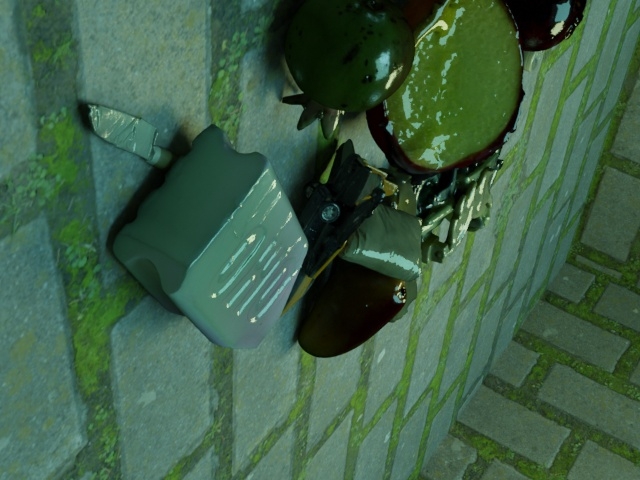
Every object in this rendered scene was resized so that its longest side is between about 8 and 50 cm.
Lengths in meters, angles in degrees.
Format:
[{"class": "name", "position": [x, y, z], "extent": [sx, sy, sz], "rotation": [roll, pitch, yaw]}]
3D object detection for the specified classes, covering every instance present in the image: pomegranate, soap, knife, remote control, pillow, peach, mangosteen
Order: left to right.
[{"class": "knife", "position": [-0.203, -0.115, 1.184], "extent": [0.047, 0.017, 0.298], "rotation": [-66, 159, 0]}, {"class": "soap", "position": [-0.128, 0.021, 1.349], "extent": [0.208, 0.115, 0.347], "rotation": [-52, 159, -13]}, {"class": "pomegranate", "position": [0.029, -0.243, 1.389], "extent": [0.181, 0.181, 0.224], "rotation": [-45, 168, -40]}, {"class": "pillow", "position": [0.102, -0.005, 1.749], "extent": [0.078, 0.181, 0.134], "rotation": [-41, -137, 42]}, {"class": "peach", "position": [0.197, -0.292, 1.673], "extent": [0.201, 0.258, 0.361], "rotation": [-119, -151, -63]}, {"class": "mangosteen", "position": [0.429, -0.480, 2.000], "extent": [0.210, 0.210, 0.210], "rotation": [-49, 154, -34]}, {"class": "remote control", "position": [0.548, -0.517, 2.448], "extent": [0.221, 0.042, 0.078], "rotation": [-65, 158, 0]}]

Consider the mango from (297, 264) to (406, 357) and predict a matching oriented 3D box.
[{"class": "mango", "position": [0.056, 0.125, 1.856], "extent": [0.267, 0.133, 0.111], "rotation": [-42, -173, 34]}]

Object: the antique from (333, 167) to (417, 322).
[{"class": "antique", "position": [0.112, 0.003, 1.920], "extent": [0.125, 0.150, 0.284], "rotation": [-37, 138, -56]}]

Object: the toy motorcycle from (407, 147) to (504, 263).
[{"class": "toy motorcycle", "position": [0.271, -0.097, 2.117], "extent": [0.410, 0.169, 0.237], "rotation": [-27, 133, -49]}]

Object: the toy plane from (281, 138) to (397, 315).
[{"class": "toy plane", "position": [-0.010, -0.005, 1.646], "extent": [0.103, 0.204, 0.316], "rotation": [31, 104, -30]}]
